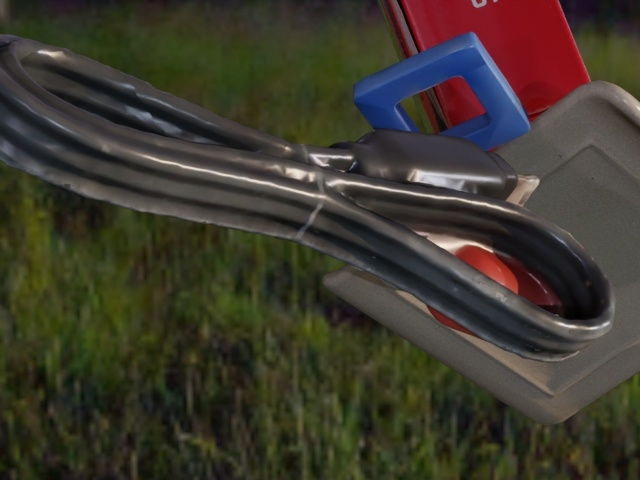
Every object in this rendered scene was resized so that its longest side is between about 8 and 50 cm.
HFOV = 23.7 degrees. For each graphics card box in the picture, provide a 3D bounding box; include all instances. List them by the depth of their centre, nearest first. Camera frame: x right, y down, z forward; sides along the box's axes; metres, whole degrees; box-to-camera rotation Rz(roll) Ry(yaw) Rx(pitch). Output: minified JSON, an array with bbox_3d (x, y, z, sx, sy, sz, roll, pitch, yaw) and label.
[{"bbox_3d":[0.090,-0.137,0.975,0.094,0.233,0.371,-21,-12,4],"label":"graphics card box"}]

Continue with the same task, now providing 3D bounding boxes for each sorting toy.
[{"bbox_3d":[0.129,0.008,0.797,0.347,0.196,0.047,34,36,-32],"label":"sorting toy"}]

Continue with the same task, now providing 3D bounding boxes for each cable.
[{"bbox_3d":[0.000,0.000,0.556,0.287,0.072,0.139,3,40,-44],"label":"cable"}]
